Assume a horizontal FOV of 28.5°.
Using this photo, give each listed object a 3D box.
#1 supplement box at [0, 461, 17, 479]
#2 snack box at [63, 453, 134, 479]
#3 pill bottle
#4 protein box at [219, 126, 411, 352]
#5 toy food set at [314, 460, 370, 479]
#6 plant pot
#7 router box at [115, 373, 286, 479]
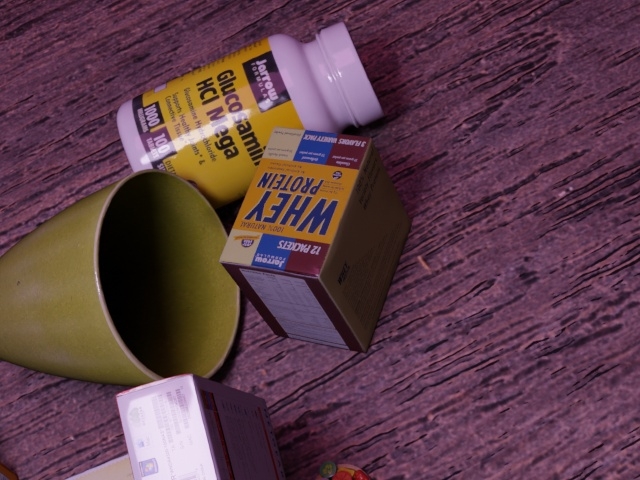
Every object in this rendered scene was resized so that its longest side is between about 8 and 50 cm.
[{"bbox_3d":[-0.432,0.392,1.574,0.078,0.080,0.233,-14,53,10],"label":"supplement box"},{"bbox_3d":[-0.200,0.345,1.524,0.322,0.060,0.187,-23,56,6],"label":"snack box"},{"bbox_3d":[-0.092,-0.167,1.725,0.334,0.188,0.187,-24,54,5],"label":"pill bottle"},{"bbox_3d":[0.000,0.000,1.578,0.136,0.201,0.199,9,63,25],"label":"protein box"},{"bbox_3d":[0.022,0.303,1.493,0.083,0.020,0.083,9,64,26],"label":"toy food set"},{"bbox_3d":[-0.302,0.073,1.636,0.294,0.275,0.274,-13,54,32],"label":"plant pot"},{"bbox_3d":[-0.087,0.320,1.292,0.082,0.301,0.335,-18,75,7],"label":"router box"}]
